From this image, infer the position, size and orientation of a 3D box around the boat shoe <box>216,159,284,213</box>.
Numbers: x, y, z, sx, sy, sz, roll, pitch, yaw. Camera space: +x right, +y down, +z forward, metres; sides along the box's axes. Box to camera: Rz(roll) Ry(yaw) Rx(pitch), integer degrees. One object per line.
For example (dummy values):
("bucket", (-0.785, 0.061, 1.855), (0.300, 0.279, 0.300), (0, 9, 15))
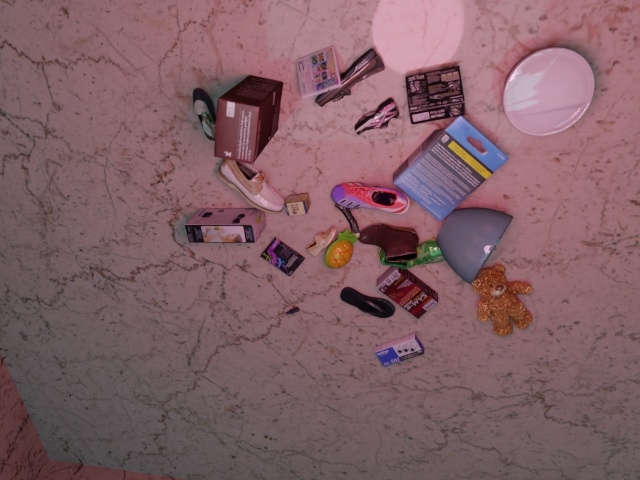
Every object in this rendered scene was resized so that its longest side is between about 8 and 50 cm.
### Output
("boat shoe", (-0.262, -0.221, 1.910), (0.302, 0.113, 0.103), (34, 126, -8))

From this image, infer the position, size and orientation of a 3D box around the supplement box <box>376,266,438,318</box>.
("supplement box", (0.369, 0.213, 2.062), (0.239, 0.073, 0.130), (36, 119, -11))

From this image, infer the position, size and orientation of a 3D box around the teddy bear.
("teddy bear", (0.754, 0.262, 1.995), (0.245, 0.113, 0.338), (-8, 118, 13))

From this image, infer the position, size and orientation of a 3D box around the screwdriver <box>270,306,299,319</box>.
("screwdriver", (-0.171, 0.348, 2.271), (0.170, 0.025, 0.024), (-26, 112, 22))

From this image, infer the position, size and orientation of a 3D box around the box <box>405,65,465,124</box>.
("box", (0.380, -0.481, 1.610), (0.180, 0.147, 0.077), (-8, 158, 14))

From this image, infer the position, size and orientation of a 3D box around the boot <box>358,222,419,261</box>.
("boot", (0.258, 0.012, 1.888), (0.249, 0.207, 0.090), (-4, 118, 13))

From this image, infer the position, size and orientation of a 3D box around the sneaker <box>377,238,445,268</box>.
("sneaker", (0.379, 0.069, 1.947), (0.296, 0.123, 0.109), (-6, 118, 13))

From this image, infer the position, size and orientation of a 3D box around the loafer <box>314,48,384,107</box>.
("loafer", (0.101, -0.539, 1.672), (0.267, 0.096, 0.084), (-36, 115, 24))

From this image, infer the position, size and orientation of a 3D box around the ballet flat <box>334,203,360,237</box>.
("ballet flat", (0.110, -0.085, 1.942), (0.049, 0.057, 0.173), (-30, 102, -12))

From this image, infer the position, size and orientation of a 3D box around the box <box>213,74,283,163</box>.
("box", (-0.234, -0.419, 1.633), (0.143, 0.381, 0.191), (13, 121, 3))

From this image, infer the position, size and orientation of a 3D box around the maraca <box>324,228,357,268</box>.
("maraca", (0.085, 0.037, 2.000), (0.127, 0.099, 0.185), (13, 112, -41))

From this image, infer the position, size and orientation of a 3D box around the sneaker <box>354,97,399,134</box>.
("sneaker", (0.204, -0.423, 1.732), (0.178, 0.072, 0.077), (-28, 122, 30))

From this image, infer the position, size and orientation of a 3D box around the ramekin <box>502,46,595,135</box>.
("ramekin", (0.719, -0.485, 1.562), (0.273, 0.127, 0.272), (4, 120, 8))

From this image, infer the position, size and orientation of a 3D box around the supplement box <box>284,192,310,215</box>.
("supplement box", (-0.090, -0.145, 1.937), (0.083, 0.083, 0.056), (-6, 118, 14))

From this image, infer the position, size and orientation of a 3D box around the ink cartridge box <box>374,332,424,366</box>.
("ink cartridge box", (0.366, 0.509, 2.247), (0.207, 0.046, 0.097), (-25, 111, 23))

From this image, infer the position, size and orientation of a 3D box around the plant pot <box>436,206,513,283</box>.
("plant pot", (0.550, -0.010, 1.803), (0.195, 0.290, 0.290), (32, 123, 18))

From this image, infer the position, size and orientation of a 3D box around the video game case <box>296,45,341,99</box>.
("video game case", (-0.007, -0.572, 1.655), (0.143, 0.019, 0.157), (-15, 71, 18))

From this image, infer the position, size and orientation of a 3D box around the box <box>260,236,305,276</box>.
("box", (-0.164, 0.073, 2.108), (0.162, 0.029, 0.116), (34, 120, -11))

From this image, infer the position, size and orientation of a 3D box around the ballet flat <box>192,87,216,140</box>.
("ballet flat", (-0.433, -0.469, 1.825), (0.074, 0.074, 0.203), (-9, 117, 16))

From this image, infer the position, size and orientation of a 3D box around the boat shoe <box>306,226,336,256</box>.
("boat shoe", (0.000, 0.000, 2.015), (0.059, 0.063, 0.170), (33, 121, -16))

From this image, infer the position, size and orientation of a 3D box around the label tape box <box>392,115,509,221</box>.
("label tape box", (0.462, -0.267, 1.748), (0.241, 0.106, 0.333), (38, 119, -11))

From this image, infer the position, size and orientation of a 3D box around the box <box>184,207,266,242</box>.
("box", (-0.385, -0.064, 1.994), (0.290, 0.169, 0.087), (1, 117, 12))

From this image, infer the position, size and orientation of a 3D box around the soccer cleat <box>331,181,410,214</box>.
("soccer cleat", (0.172, -0.167, 1.808), (0.318, 0.116, 0.108), (14, 86, 28))

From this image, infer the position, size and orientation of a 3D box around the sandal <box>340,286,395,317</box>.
("sandal", (0.206, 0.288, 2.145), (0.255, 0.054, 0.097), (19, 121, 0))
